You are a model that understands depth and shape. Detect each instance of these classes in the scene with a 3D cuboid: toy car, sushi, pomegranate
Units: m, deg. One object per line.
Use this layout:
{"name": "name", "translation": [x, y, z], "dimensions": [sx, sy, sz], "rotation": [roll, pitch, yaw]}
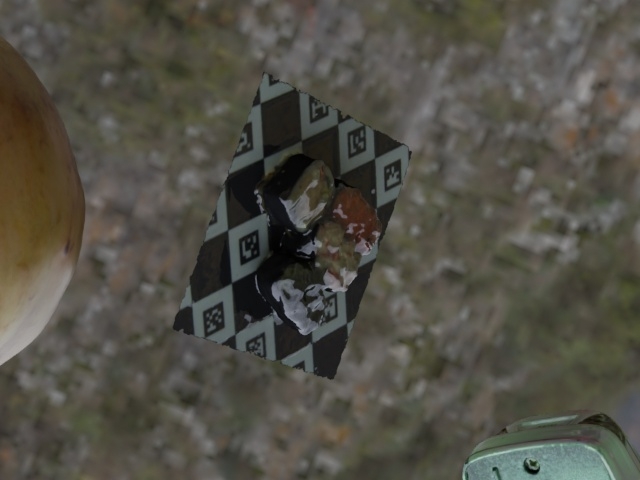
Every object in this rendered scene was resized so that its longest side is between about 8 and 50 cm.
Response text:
{"name": "toy car", "translation": [0.153, 0.186, 0.990], "dimensions": [0.090, 0.224, 0.076], "rotation": [-13, -158, 34]}
{"name": "sushi", "translation": [0.000, 0.000, 1.627], "dimensions": [0.047, 0.220, 0.231], "rotation": [18, 177, 37]}
{"name": "pomegranate", "translation": [-0.262, -0.035, 1.071], "dimensions": [0.270, 0.229, 0.252], "rotation": [58, 161, 3]}
